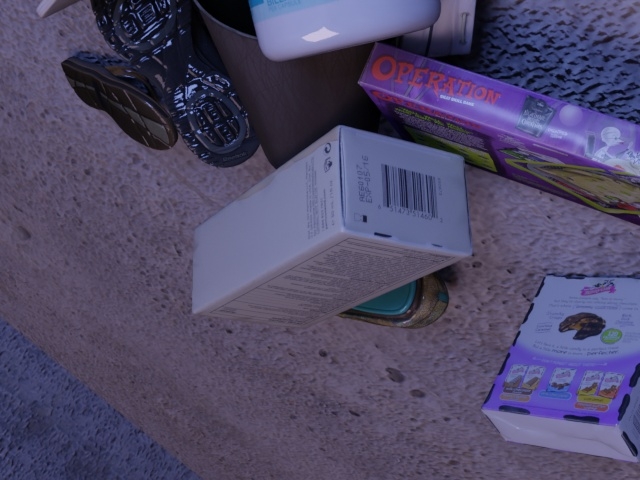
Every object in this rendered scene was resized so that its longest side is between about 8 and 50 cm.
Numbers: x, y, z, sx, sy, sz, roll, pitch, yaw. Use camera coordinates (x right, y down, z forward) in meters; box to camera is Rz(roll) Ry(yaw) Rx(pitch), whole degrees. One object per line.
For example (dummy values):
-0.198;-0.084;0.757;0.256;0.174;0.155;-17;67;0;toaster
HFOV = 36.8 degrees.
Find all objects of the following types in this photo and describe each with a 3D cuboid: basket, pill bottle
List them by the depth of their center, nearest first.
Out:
-0.003;-0.278;0.728;0.146;0.146;0.264;-3;104;46;pill bottle
-0.012;-0.174;0.962;0.204;0.154;0.226;19;151;20;basket

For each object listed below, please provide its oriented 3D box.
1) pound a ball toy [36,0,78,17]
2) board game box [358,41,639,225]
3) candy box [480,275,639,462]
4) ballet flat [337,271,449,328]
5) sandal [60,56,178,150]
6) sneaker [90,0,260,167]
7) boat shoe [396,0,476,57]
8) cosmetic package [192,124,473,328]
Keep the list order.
-0.209;-0.363;0.849;0.208;0.136;0.319;55;145;-11;pound a ball toy
0.220;-0.079;0.881;0.347;0.056;0.208;22;-178;18;board game box
0.295;0.133;1.058;0.165;0.196;0.070;-1;137;46;candy box
0.023;0.055;1.316;0.349;0.123;0.123;9;143;39;ballet flat
-0.258;-0.193;1.270;0.219;0.060;0.090;31;148;35;sandal
-0.168;-0.214;1.092;0.286;0.109;0.130;62;-179;-15;sneaker
0.115;-0.249;0.812;0.076;0.083;0.226;3;147;-3;boat shoe
0.000;0.000;1.023;0.160;0.113;0.309;11;157;-32;cosmetic package
